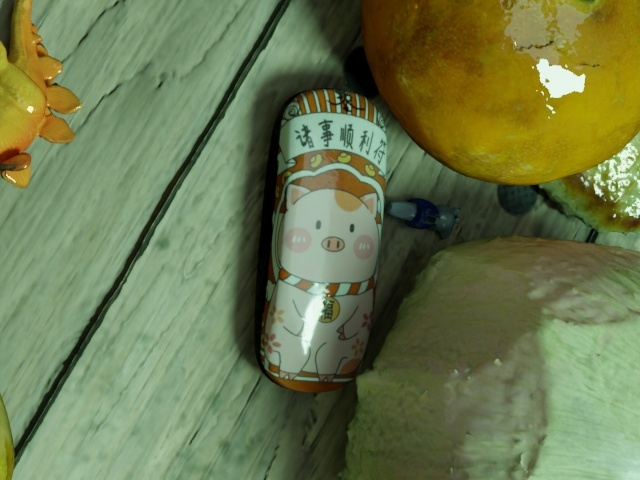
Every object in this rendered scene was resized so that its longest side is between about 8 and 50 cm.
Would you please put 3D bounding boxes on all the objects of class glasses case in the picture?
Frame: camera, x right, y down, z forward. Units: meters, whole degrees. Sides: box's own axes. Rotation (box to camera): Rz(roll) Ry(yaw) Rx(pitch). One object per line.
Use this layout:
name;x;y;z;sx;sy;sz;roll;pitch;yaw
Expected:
glasses case;0.000;0.000;1.575;0.103;0.067;0.266;4;92;-30

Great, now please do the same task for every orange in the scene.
orange;0.176;-0.190;1.561;0.284;0.226;0.284;1;88;-23

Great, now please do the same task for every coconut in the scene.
coconut;0.237;0.193;1.550;0.405;0.404;0.404;-2;94;-28

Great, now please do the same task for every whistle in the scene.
whistle;0.094;-0.022;1.648;0.083;0.029;0.033;12;103;-36

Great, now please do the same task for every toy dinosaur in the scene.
toy dinosaur;-0.252;-0.105;1.428;0.117;0.070;0.288;38;62;-14

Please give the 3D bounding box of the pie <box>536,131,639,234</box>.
pie;0.295;-0.107;1.718;0.179;0.084;0.205;33;81;-26

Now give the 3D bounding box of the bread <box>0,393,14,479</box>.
bread;-0.395;0.151;1.203;0.361;0.394;0.250;-12;135;-22
